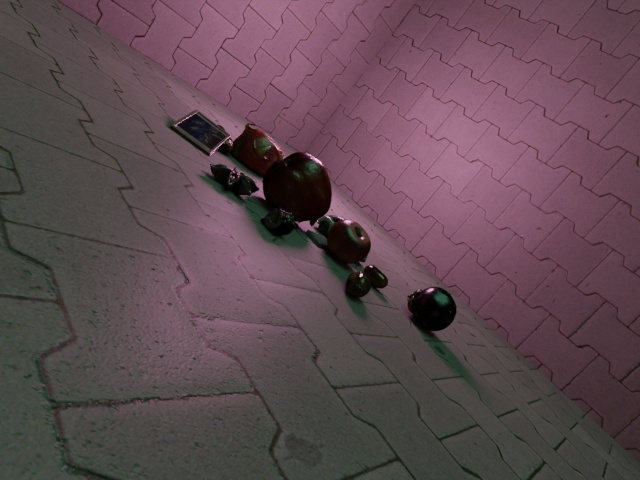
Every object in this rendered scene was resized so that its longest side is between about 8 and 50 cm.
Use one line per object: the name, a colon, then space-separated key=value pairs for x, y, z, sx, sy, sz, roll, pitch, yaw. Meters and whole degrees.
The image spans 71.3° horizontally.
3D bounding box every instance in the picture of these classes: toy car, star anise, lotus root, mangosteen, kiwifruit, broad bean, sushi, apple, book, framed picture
toy car: x=0.118 y=-0.024 z=2.118 sx=0.306 sy=0.125 sz=0.136 roll=42 pitch=13 yaw=23
star anise: x=-0.326 y=-0.230 z=1.718 sx=0.197 sy=0.073 sz=0.212 roll=40 pitch=15 yaw=23
lotus root: x=0.139 y=0.158 z=1.623 sx=0.179 sy=0.089 sz=0.080 roll=-62 pitch=137 yaw=-80
mangosteen: x=0.463 y=0.286 z=1.908 sx=0.231 sy=0.194 sz=0.194 roll=10 pitch=-11 yaw=43
kiwifruit: x=0.238 y=0.158 z=1.926 sx=0.124 sy=0.075 sz=0.075 roll=40 pitch=12 yaw=27
broad bean: x=-0.480 y=-0.490 z=2.183 sx=0.165 sy=0.084 sz=0.114 roll=48 pitch=32 yaw=14
sushi: x=-0.151 y=-0.063 z=1.616 sx=0.084 sy=0.098 sz=0.094 roll=14 pitch=46 yaw=-54
apple: x=0.116 y=0.011 z=1.907 sx=0.201 sy=0.162 sz=0.201 roll=32 pitch=35 yaw=-26
book: x=0.000 y=0.000 z=1.944 sx=0.103 sy=0.017 sz=0.135 roll=49 pitch=16 yaw=31
framed picture: x=-0.535 y=-0.492 z=2.020 sx=0.209 sy=0.019 sz=0.281 roll=36 pitch=29 yaw=-13

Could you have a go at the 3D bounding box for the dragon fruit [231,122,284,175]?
dragon fruit: x=-0.314 y=-0.470 z=2.329 sx=0.291 sy=0.189 sz=0.290 roll=36 pitch=13 yaw=-10

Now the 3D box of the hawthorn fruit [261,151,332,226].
hawthorn fruit: x=-0.086 y=-0.227 z=1.903 sx=0.311 sy=0.295 sz=0.295 roll=32 pitch=14 yaw=-14
